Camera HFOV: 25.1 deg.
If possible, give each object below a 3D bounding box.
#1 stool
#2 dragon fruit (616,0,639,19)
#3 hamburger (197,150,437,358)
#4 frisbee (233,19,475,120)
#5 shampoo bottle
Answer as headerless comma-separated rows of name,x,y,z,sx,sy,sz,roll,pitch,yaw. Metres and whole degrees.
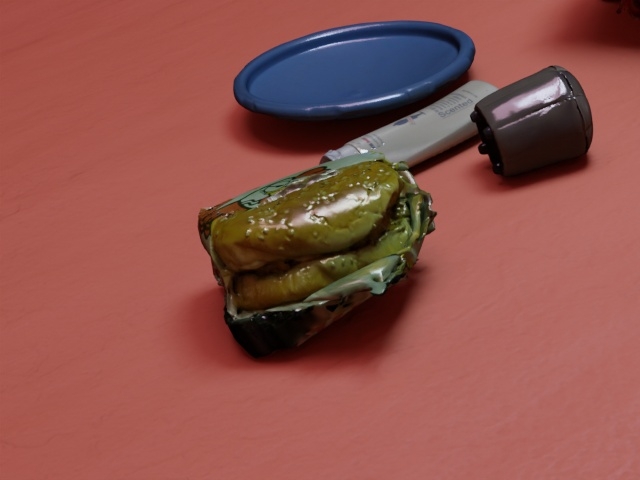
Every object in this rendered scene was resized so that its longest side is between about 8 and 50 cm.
stool,0.210,-0.116,1.428,0.110,0.096,0.096,-22,28,-4
dragon fruit,0.463,-0.380,1.613,0.386,0.249,0.371,-32,3,4
hamburger,0.001,0.002,1.264,0.214,0.125,0.235,-26,14,-1
frisbee,0.041,-0.188,1.680,0.289,0.049,0.289,-9,25,4
shampoo bottle,0.097,-0.107,1.507,0.212,0.049,0.072,-28,35,-24
